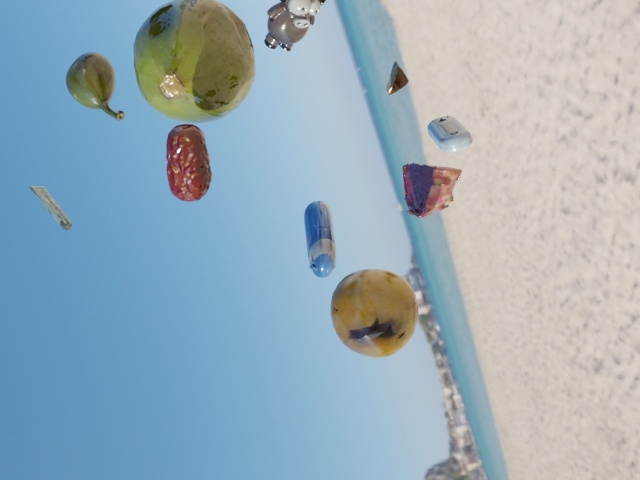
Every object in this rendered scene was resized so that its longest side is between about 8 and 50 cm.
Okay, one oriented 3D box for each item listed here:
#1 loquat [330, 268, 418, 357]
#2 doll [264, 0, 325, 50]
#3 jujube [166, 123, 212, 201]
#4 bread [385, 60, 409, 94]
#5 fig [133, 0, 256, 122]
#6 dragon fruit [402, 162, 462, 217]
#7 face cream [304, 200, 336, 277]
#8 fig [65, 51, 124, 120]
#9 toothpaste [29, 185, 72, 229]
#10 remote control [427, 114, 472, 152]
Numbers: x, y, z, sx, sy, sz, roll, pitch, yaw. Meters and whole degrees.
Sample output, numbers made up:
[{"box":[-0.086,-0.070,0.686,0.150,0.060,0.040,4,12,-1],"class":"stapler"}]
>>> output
[{"box":[0.141,0.185,1.853,0.235,0.234,0.235,-18,-90,-83],"class":"loquat"},{"box":[-0.087,-0.704,2.235,0.257,0.181,0.117,-46,57,46],"class":"doll"},{"box":[-0.300,-0.178,1.645,0.112,0.109,0.176,24,122,41],"class":"jujube"},{"box":[0.247,-0.507,2.249,0.043,0.062,0.109,-109,26,-47],"class":"bread"},{"box":[-0.334,-0.452,1.864,0.343,0.343,0.344,-18,-90,-83],"class":"fig"},{"box":[0.330,-0.143,2.126,0.274,0.126,0.161,-151,69,-74],"class":"dragon fruit"},{"box":[0.000,0.000,2.108,0.264,0.083,0.149,-97,11,-48],"class":"face cream"},{"box":[-0.631,-0.423,2.088,0.259,0.151,0.151,51,-179,16],"class":"fig"},{"box":[-1.002,-0.129,2.678,0.239,0.039,0.062,46,-151,22],"class":"toothpaste"},{"box":[0.344,-0.289,1.927,0.244,0.087,0.047,-99,-12,-68],"class":"remote control"}]
